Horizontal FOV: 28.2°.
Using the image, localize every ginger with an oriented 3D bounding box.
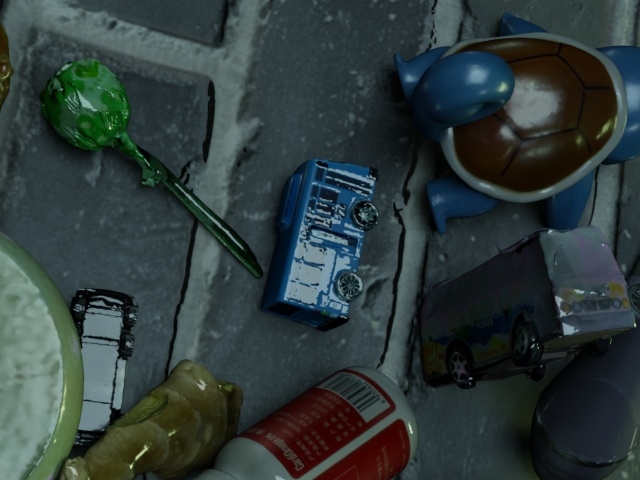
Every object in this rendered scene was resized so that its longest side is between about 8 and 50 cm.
[{"bbox_3d":[-0.177,0.221,1.281,0.086,0.131,0.294,16,32,26],"label":"ginger"}]

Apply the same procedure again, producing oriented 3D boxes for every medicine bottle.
[{"bbox_3d":[-0.019,0.238,1.336,0.250,0.131,0.131,-29,88,-35],"label":"medicine bottle"}]

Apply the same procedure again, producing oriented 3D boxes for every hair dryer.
[{"bbox_3d":[0.359,0.095,1.493,0.121,0.301,0.361,23,44,9],"label":"hair dryer"}]

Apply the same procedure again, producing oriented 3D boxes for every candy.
[{"bbox_3d":[-0.176,-0.070,1.412,0.323,0.097,0.097,44,68,-13],"label":"candy"}]

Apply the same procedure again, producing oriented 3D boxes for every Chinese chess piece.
[{"bbox_3d":[-0.400,0.138,1.207,0.349,0.146,0.349,2,76,-8],"label":"Chinese chess piece"}]

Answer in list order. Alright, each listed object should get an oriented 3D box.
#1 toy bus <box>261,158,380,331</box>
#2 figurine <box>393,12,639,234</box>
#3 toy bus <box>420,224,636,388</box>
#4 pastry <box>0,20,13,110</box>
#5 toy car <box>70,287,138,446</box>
[{"bbox_3d":[0.000,0.000,1.443,0.106,0.090,0.185,16,73,-13],"label":"toy bus"},{"bbox_3d":[0.228,-0.157,1.514,0.416,0.243,0.298,-3,68,-41],"label":"figurine"},{"bbox_3d":[0.214,0.080,1.377,0.112,0.317,0.138,-4,75,-22],"label":"toy bus"},{"bbox_3d":[-0.437,-0.192,1.260,0.255,0.162,0.311,-14,63,-23],"label":"pastry"},{"bbox_3d":[-0.238,0.135,1.341,0.071,0.062,0.165,9,75,-16],"label":"toy car"}]
